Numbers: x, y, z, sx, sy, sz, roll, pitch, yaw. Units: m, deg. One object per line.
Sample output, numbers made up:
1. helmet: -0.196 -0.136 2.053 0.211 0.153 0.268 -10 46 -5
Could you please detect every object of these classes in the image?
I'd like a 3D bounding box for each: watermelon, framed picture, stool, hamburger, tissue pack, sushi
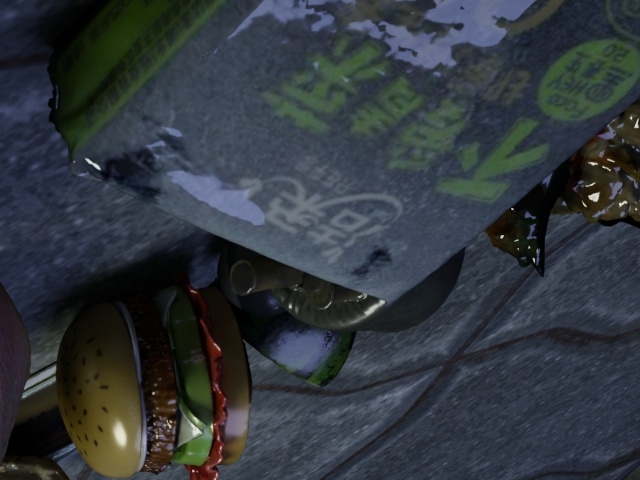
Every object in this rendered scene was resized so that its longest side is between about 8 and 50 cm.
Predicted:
1. watermelon: -0.029 0.068 1.499 0.125 0.135 0.094 -26 -166 -20
2. framed picture: -0.242 0.161 1.514 0.252 0.014 0.197 -28 157 -7
3. stool: 0.003 0.008 1.317 0.139 0.153 0.228 0 143 -50
4. hamburger: -0.139 0.113 1.365 0.137 0.175 0.175 -4 148 -23
5. tissue pack: 0.069 -0.147 1.018 0.288 0.124 0.394 25 123 -39
6. sushi: 0.187 -0.099 1.258 0.218 0.238 0.225 -15 -173 -21

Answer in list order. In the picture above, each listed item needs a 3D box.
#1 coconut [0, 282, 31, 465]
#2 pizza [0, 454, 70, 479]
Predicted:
1. coconut: -0.290 0.077 1.024 0.245 0.233 0.233 -4 145 -41
2. pizza: -0.351 0.261 1.487 0.297 0.071 0.189 -9 155 -20
